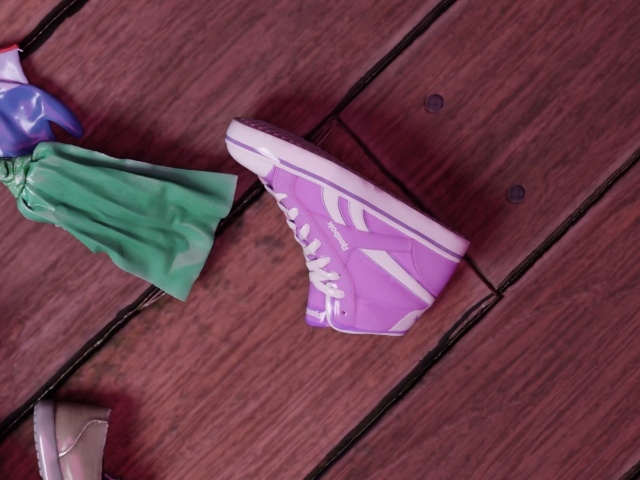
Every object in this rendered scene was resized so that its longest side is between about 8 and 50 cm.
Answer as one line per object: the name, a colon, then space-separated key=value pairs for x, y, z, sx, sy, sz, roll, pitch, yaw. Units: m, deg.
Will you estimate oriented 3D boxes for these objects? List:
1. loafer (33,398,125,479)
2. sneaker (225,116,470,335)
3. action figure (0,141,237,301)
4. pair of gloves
loafer: x=-0.227 y=0.277 z=1.720 sx=0.087 sy=0.094 sz=0.251 roll=-10 pitch=103 yaw=-6
sneaker: x=0.000 y=0.000 z=1.715 sx=0.282 sy=0.102 sz=0.161 roll=32 pitch=96 yaw=-17
action figure: x=-0.210 y=-0.039 z=1.664 sx=0.232 sy=0.063 sz=0.137 roll=20 pitch=95 yaw=-27
pair of gloves: x=-0.332 y=-0.099 z=1.658 sx=0.198 sy=0.023 sz=0.159 roll=-20 pitch=106 yaw=-8
